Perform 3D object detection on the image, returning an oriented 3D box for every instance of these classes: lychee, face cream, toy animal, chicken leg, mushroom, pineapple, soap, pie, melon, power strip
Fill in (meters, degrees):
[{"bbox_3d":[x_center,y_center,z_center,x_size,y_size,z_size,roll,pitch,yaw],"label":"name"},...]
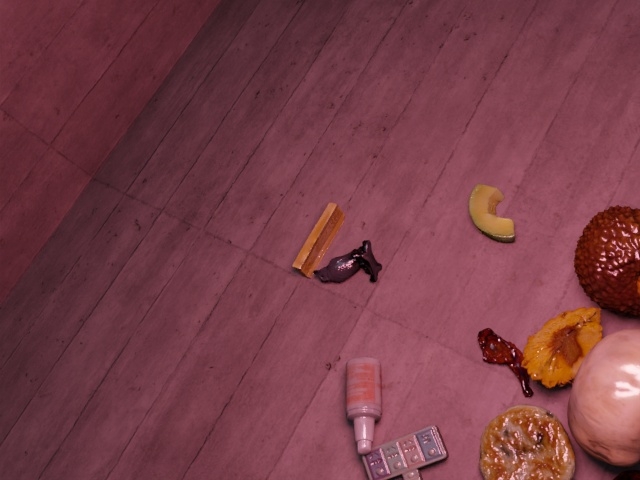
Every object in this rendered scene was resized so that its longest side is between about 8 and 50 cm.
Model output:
[{"bbox_3d":[0.754,0.044,1.407,0.268,0.267,0.267,-11,59,20],"label":"lychee"},{"bbox_3d":[0.118,0.449,1.555,0.101,0.101,0.251,-13,51,19],"label":"face cream"},{"bbox_3d":[0.079,0.067,1.809,0.210,0.121,0.117,-12,40,27],"label":"toy animal"},{"bbox_3d":[0.490,0.311,1.504,0.205,0.053,0.093,44,111,43],"label":"chicken leg"},{"bbox_3d":[0.714,0.363,1.219,0.336,0.314,0.314,33,81,30],"label":"mushroom"},{"bbox_3d":[0.614,0.286,1.441,0.250,0.164,0.140,-49,15,-11],"label":"pineapple"},{"bbox_3d":[-0.001,0.000,1.879,0.037,0.092,0.252,22,75,31],"label":"soap"},{"bbox_3d":[0.488,0.508,1.364,0.241,0.054,0.240,-23,49,30],"label":"pie"},{"bbox_3d":[0.507,-0.078,1.701,0.118,0.064,0.209,-12,57,20],"label":"melon"},{"bbox_3d":[0.228,0.582,1.482,0.216,0.061,0.145,-25,63,12],"label":"power strip"}]

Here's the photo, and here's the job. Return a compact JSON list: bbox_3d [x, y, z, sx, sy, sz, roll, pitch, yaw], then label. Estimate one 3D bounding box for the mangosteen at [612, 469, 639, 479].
[{"bbox_3d":[0.686,0.579,1.201,0.184,0.172,0.172,39,84,16],"label":"mangosteen"}]
